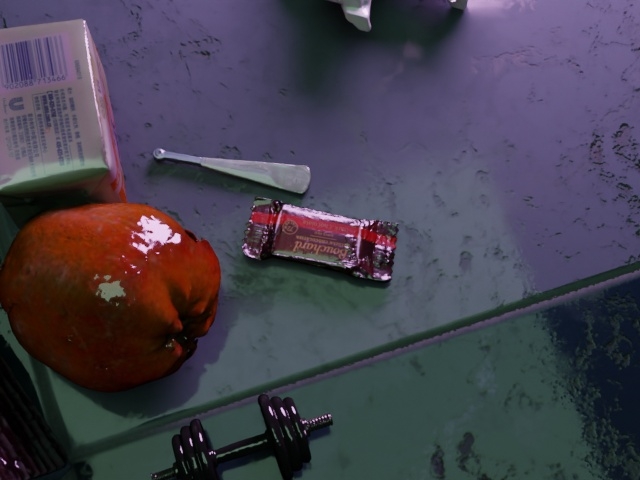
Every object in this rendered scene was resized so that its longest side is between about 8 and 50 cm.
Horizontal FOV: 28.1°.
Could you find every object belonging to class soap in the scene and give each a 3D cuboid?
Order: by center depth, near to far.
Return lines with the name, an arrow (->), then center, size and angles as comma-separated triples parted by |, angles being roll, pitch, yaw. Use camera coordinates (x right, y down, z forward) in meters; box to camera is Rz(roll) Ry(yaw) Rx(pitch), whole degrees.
soap -> -0.307, -0.127, 1.466 | 0.138, 0.182, 0.199 | -10, 75, -6

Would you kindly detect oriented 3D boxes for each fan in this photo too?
fan -> -0.107, -0.088, 1.544 | 0.193, 0.016, 0.038 | 11, 72, 1

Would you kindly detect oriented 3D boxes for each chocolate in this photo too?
chocolate -> 0.000, 0.000, 1.516 | 0.182, 0.028, 0.086 | 8, 68, 0

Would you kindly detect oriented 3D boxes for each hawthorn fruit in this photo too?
hawthorn fruit -> -0.262, 0.052, 1.413 | 0.299, 0.211, 0.211 | 13, 75, 12

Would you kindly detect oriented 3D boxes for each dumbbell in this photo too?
dumbbell -> -0.086, 0.230, 1.415 | 0.208, 0.099, 0.099 | -18, 76, -6

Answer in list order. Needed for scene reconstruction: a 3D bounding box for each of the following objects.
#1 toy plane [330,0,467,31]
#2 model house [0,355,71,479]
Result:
toy plane -> 0.078, -0.355, 1.572 | 0.244, 0.117, 0.245 | 2, 58, -3
model house -> -0.420, 0.206, 1.340 | 0.230, 0.249, 0.280 | -37, 78, -9
